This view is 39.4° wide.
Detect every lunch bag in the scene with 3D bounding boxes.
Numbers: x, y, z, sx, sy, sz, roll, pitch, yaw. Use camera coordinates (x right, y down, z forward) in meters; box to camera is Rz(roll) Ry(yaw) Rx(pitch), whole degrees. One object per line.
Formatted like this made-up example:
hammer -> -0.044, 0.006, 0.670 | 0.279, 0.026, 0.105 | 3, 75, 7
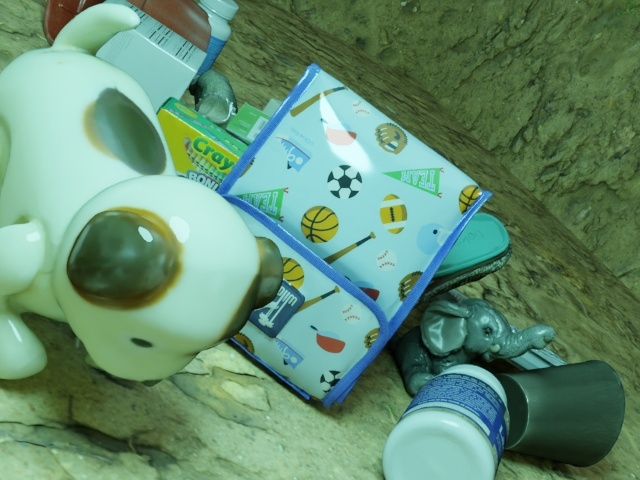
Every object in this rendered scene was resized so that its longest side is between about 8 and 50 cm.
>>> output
lunch bag -> 0.000, 0.000, 1.288 | 0.328, 0.385, 0.239 | 38, -4, 2

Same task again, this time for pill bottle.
pill bottle -> -0.286, -0.477, 2.100 | 0.124, 0.221, 0.124 | 32, 21, -14
pill bottle -> 0.193, 0.280, 1.301 | 0.153, 0.153, 0.265 | 39, 20, 8

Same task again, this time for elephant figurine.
elephant figurine -> 0.247, 0.164, 1.519 | 0.186, 0.239, 0.169 | 34, 20, -7

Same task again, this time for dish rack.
dish rack -> 0.352, 0.195, 1.802 | 0.333, 0.072, 0.285 | 33, 6, -10

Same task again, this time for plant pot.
plant pot -> -0.392, -0.467, 1.891 | 0.265, 0.272, 0.272 | 28, 20, -46

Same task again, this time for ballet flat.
ballet flat -> 0.119, 0.071, 1.557 | 0.483, 0.182, 0.164 | -13, 62, -30

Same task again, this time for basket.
basket -> 0.394, 0.303, 1.569 | 0.227, 0.204, 0.154 | 8, 17, -34

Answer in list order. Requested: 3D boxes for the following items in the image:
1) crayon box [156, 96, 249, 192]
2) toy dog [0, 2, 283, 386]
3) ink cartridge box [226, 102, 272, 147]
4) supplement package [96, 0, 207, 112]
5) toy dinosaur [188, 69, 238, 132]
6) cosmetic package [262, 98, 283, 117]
crayon box -> -0.181, -0.092, 1.498 | 0.278, 0.165, 0.081 | 33, 20, -9
toy dog -> -0.220, -0.019, 0.975 | 0.408, 0.395, 0.284 | 41, 10, 38
ink cartridge box -> -0.102, -0.146, 1.601 | 0.109, 0.062, 0.209 | 28, -22, 10
supplement package -> -0.352, -0.310, 1.659 | 0.203, 0.194, 0.149 | 32, 21, -12
toy dinosaur -> -0.194, -0.245, 1.669 | 0.121, 0.160, 0.313 | 6, 39, -6
cosmetic package -> -0.023, -0.140, 1.876 | 0.309, 0.160, 0.113 | 45, 21, 26
